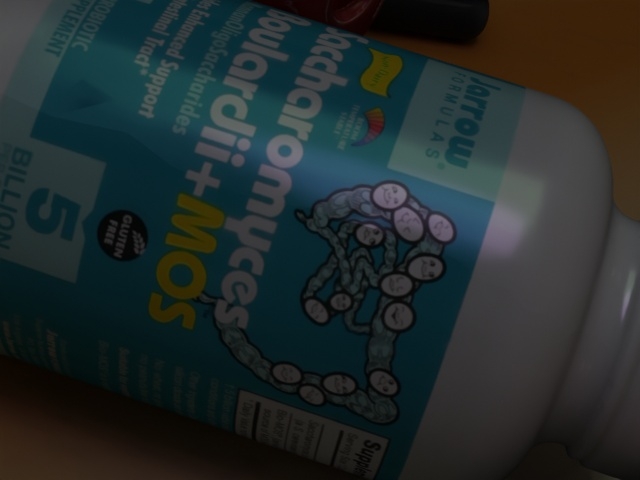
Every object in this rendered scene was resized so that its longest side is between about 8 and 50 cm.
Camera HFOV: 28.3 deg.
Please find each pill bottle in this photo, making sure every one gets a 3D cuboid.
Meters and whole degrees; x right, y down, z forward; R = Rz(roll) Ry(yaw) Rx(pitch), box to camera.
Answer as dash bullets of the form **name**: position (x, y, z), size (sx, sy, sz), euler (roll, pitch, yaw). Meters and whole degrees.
- **pill bottle**: position (0.000, 0.000, 0.443), size (0.264, 0.146, 0.146), euler (18, 38, 4)

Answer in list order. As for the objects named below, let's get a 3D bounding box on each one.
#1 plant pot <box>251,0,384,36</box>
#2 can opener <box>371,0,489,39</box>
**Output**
- **plant pot**: position (-0.054, -0.136, 0.572), size (0.191, 0.174, 0.191), euler (9, 38, -7)
- **can opener**: position (-0.039, -0.181, 0.714), size (0.284, 0.076, 0.095), euler (7, 39, -11)
